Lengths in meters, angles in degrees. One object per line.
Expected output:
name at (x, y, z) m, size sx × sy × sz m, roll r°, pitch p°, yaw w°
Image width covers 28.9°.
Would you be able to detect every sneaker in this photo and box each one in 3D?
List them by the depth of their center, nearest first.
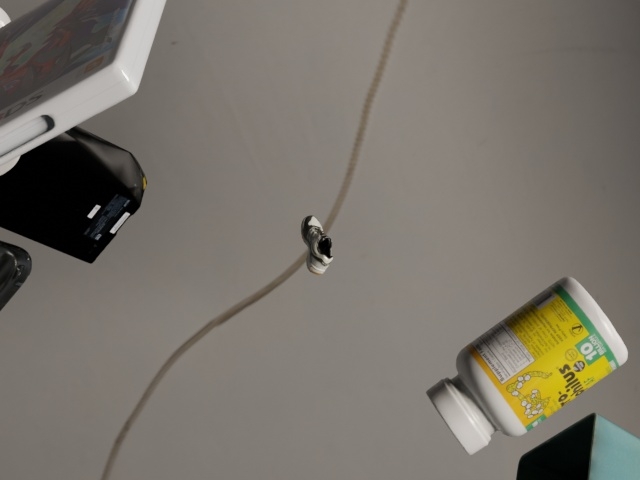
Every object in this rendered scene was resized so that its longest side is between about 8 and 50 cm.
sneaker at (0.000, 0.000, 1.489) m, size 0.037 × 0.031 × 0.083 m, roll -48°, pitch 42°, yaw 41°

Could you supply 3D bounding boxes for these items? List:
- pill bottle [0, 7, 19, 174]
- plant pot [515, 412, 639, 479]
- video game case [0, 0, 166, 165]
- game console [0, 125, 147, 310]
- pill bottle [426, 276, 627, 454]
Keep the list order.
pill bottle at (-0.278, -0.123, 0.988) m, size 0.078 × 0.078 × 0.137 m, roll -24°, pitch 54°, yaw 18°
plant pot at (0.371, 0.348, 1.488) m, size 0.234 × 0.166 × 0.166 m, roll 25°, pitch 143°, yaw -13°
video game case at (-0.174, -0.097, 0.728) m, size 0.183 × 0.201 × 0.023 m, roll -26°, pitch 118°, yaw 16°
game console at (-0.361, 0.011, 1.312) m, size 0.213 × 0.044 × 0.361 m, roll 27°, pitch 115°, yaw -38°
pill bottle at (0.226, 0.144, 1.384) m, size 0.208 × 0.117 × 0.118 m, roll -35°, pitch 92°, yaw 2°
